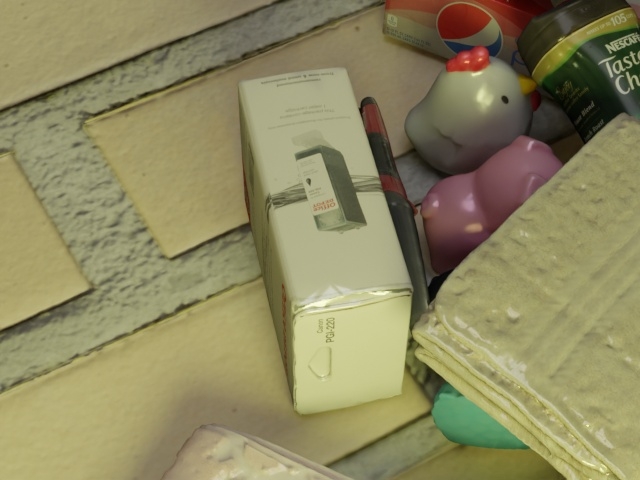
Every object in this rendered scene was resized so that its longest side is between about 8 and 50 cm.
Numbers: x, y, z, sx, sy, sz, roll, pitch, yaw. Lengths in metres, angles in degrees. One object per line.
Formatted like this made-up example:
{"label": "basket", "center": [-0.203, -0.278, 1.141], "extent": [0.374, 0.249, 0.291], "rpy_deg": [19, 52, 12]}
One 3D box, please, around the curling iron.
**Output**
{"label": "curling iron", "center": [0.057, -0.021, 1.115], "extent": [0.035, 0.068, 0.274], "rpy_deg": [-8, 41, -8]}

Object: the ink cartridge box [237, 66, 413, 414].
{"label": "ink cartridge box", "center": [0.000, 0.000, 1.073], "extent": [0.092, 0.159, 0.218], "rpy_deg": [-9, 55, -6]}

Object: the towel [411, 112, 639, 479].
{"label": "towel", "center": [0.206, 0.039, 0.969], "extent": [0.187, 0.049, 0.282], "rpy_deg": [40, 57, 16]}

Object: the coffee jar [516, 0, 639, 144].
{"label": "coffee jar", "center": [0.241, -0.113, 1.120], "extent": [0.096, 0.079, 0.184], "rpy_deg": [-28, 77, -21]}

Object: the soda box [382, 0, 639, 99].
{"label": "soda box", "center": [0.190, -0.195, 1.251], "extent": [0.263, 0.092, 0.083], "rpy_deg": [24, 53, 17]}

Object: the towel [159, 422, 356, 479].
{"label": "towel", "center": [-0.037, 0.295, 0.891], "extent": [0.317, 0.053, 0.332], "rpy_deg": [16, 55, 28]}

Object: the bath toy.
{"label": "bath toy", "center": [0.144, -0.015, 1.103], "extent": [0.151, 0.129, 0.348], "rpy_deg": [-3, 54, -1]}
